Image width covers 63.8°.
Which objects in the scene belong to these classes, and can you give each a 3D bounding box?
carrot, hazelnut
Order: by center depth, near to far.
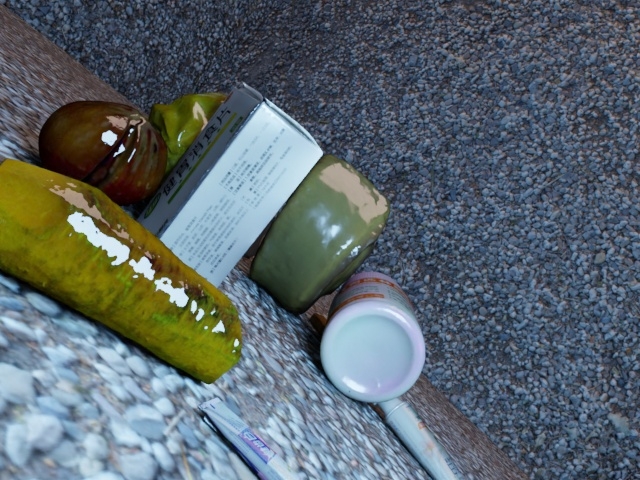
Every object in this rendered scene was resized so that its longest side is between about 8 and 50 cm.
[{"bbox_3d":[-0.202,0.037,0.529,0.302,0.114,0.114,42,1,-31],"label":"carrot"},{"bbox_3d":[-0.349,-0.147,0.851,0.204,0.178,0.178,41,2,-44],"label":"hazelnut"}]

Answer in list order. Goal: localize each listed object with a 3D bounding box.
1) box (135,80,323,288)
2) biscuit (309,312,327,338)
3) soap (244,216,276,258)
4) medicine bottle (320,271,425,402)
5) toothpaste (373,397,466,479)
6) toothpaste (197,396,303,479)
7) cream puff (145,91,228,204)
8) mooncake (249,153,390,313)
[{"bbox_3d":[-0.165,-0.095,0.890,0.145,0.333,0.173,35,5,-34],"label":"box"},{"bbox_3d":[0.068,0.295,1.412,0.186,0.044,0.295,39,3,-28],"label":"biscuit"},{"bbox_3d":[-0.241,-0.064,1.420,0.302,0.159,0.258,39,-1,-19],"label":"soap"},{"bbox_3d":[0.121,0.203,1.211,0.219,0.219,0.388,42,9,0],"label":"medicine bottle"},{"bbox_3d":[0.230,0.445,1.051,0.323,0.066,0.100,49,9,30],"label":"toothpaste"},{"bbox_3d":[-0.058,0.222,0.518,0.170,0.028,0.045,41,8,16],"label":"toothpaste"},{"bbox_3d":[-0.276,-0.135,1.068,0.269,0.323,0.275,-25,96,-61],"label":"cream puff"},{"bbox_3d":[0.000,0.000,1.350,0.246,0.393,0.394,40,4,4],"label":"mooncake"}]
